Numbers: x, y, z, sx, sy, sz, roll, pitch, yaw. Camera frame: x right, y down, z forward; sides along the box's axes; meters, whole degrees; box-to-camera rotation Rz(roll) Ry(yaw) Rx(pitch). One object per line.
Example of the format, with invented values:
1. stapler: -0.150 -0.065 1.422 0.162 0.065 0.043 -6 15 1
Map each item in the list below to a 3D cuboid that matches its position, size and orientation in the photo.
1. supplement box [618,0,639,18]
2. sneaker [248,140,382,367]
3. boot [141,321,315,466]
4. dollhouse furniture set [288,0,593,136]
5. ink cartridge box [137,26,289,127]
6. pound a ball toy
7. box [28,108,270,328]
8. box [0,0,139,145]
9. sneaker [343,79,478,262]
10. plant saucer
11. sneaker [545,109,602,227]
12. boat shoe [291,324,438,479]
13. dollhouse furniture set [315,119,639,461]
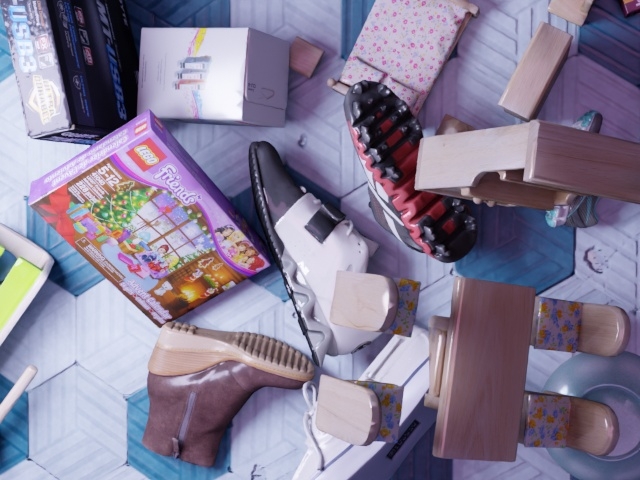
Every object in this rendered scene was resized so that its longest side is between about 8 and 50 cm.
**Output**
1. supplement box: 0.440 -0.340 1.325 0.083 0.043 0.055 -21 90 12
2. sneaker: 0.000 0.000 1.409 0.146 0.122 0.330 -22 87 -6
3. boot: -0.140 0.239 1.468 0.248 0.090 0.207 13 107 9
4. dollhouse furniture set: 0.156 -0.299 1.320 0.355 0.174 0.303 28 98 9
5. ink cartridge box: -0.148 -0.227 1.391 0.176 0.128 0.127 6 94 24
6. pound a ball toy: -0.517 0.151 1.521 0.208 0.136 0.319 33 100 -17
7. box: -0.232 -0.021 1.382 0.201 0.057 0.293 -30 129 12
8. box: -0.334 -0.279 1.362 0.073 0.293 0.296 -12 90 13
9. sneaker: 0.101 -0.090 1.352 0.097 0.135 0.276 -38 105 -20
10. plant saucer: 0.398 0.248 1.366 0.195 0.037 0.195 1 94 11
11. sneaker: 0.363 -0.093 1.353 0.076 0.065 0.166 14 99 -6
12. boat shoe: 0.033 0.259 1.380 0.156 0.136 0.367 38 85 34
13. dollhouse furniture set: 0.230 0.074 1.195 0.362 0.256 0.394 9 87 -25
